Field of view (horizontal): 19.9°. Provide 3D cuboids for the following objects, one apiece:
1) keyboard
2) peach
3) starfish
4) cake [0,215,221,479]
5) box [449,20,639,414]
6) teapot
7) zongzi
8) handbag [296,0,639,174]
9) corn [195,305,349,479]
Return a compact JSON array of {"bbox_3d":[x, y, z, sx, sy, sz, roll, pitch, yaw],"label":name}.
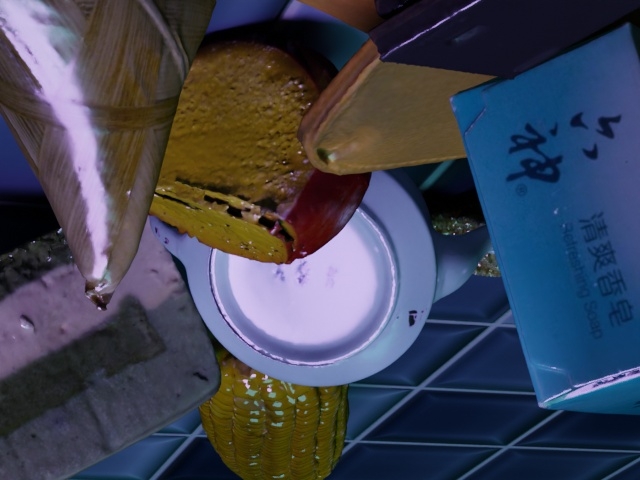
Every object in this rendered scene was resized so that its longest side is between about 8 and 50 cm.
[{"bbox_3d":[0.157,-0.138,0.653,0.317,0.027,0.106,-27,161,36],"label":"keyboard"},{"bbox_3d":[-0.051,-0.046,1.041,0.172,0.127,0.092,-7,160,20],"label":"peach"},{"bbox_3d":[0.108,0.005,1.286,0.208,0.053,0.176,-5,164,17],"label":"starfish"},{"bbox_3d":[-0.191,0.081,1.154,0.172,0.158,0.283,-28,179,23],"label":"cake"},{"bbox_3d":[0.167,0.000,0.879,0.092,0.153,0.245,-22,165,25],"label":"box"},{"bbox_3d":[0.000,0.000,1.164,0.231,0.159,0.159,9,159,10],"label":"teapot"},{"bbox_3d":[-0.132,-0.086,0.846,0.099,0.197,0.194,-3,158,38],"label":"zongzi"},{"bbox_3d":[0.172,-0.159,0.821,0.283,0.133,0.401,2,157,-27],"label":"handbag"},{"bbox_3d":[-0.037,0.117,1.425,0.131,0.131,0.344,-4,158,-1],"label":"corn"}]
